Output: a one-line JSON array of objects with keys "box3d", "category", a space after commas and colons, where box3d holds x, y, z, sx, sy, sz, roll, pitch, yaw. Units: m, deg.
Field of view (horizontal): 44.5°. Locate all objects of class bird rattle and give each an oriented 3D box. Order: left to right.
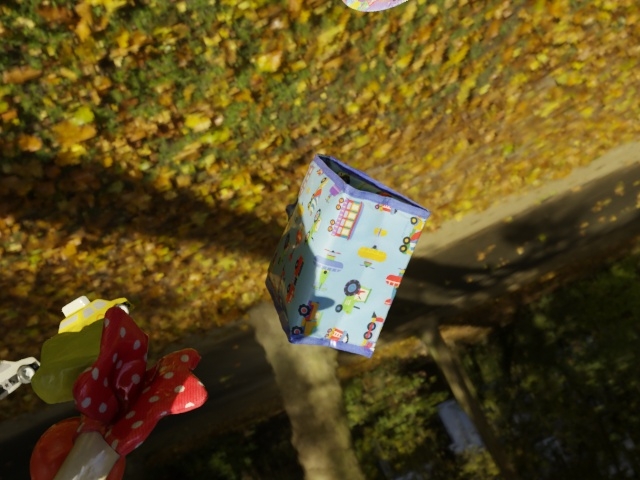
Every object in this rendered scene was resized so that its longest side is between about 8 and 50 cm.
[{"box3d": [-0.186, 0.171, 0.681, 0.207, 0.143, 0.253, -63, -158, -11], "category": "bird rattle"}]

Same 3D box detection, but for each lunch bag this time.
[{"box3d": [0.000, 0.000, 1.143, 0.138, 0.293, 0.221, 15, 103, -27], "category": "lunch bag"}]

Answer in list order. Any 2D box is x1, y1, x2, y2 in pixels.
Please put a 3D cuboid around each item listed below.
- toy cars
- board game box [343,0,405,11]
[{"box3d": [-0.545, 0.212, 1.509, 0.393, 0.087, 0.176, -35, -174, -16], "category": "toy cars"}, {"box3d": [0.089, -0.377, 1.025, 0.133, 0.169, 0.033, 6, 155, 36], "category": "board game box"}]
